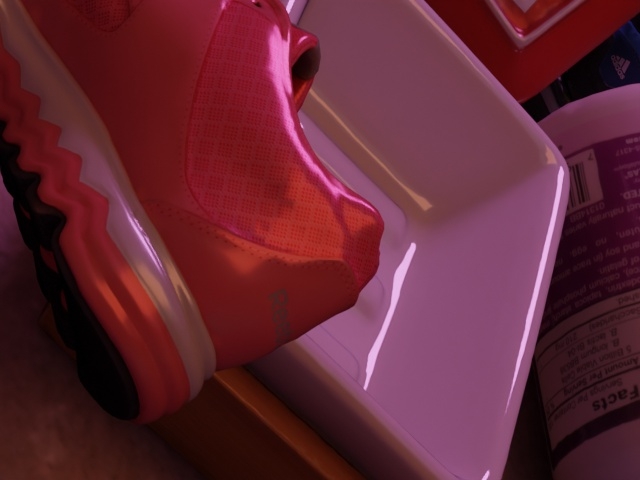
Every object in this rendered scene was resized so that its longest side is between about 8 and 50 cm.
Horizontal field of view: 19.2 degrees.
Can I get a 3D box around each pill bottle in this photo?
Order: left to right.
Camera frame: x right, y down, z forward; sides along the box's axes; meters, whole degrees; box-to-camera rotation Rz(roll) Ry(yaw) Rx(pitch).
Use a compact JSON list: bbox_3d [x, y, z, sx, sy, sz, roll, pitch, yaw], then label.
[{"bbox_3d":[0.205,0.075,1.067,0.169,0.169,0.301,19,53,-42],"label":"pill bottle"}]

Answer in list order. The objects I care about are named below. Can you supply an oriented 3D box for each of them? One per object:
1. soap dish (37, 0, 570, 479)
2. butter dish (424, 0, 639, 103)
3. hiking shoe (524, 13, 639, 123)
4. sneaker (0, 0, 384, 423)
[{"bbox_3d":[0.000,0.000,0.920,0.229,0.118,0.291,44,39,-20],"label":"soap dish"},{"bbox_3d":[0.114,-0.185,1.192,0.160,0.118,0.160,-38,101,-13],"label":"butter dish"},{"bbox_3d":[0.266,-0.109,1.296,0.304,0.132,0.113,-18,80,-53],"label":"hiking shoe"},{"bbox_3d":[-0.075,-0.072,0.765,0.136,0.116,0.314,-20,60,-13],"label":"sneaker"}]
